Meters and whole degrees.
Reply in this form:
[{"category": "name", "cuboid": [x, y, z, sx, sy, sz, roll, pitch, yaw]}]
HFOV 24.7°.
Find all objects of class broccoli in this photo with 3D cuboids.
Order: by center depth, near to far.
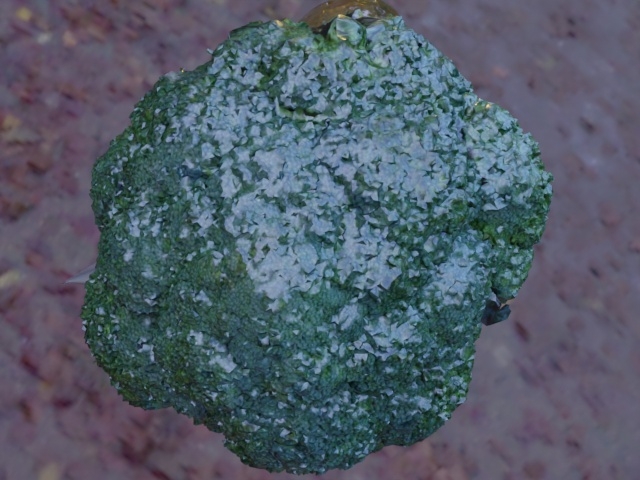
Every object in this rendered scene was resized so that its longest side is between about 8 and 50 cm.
[{"category": "broccoli", "cuboid": [0.000, 0.000, 0.828, 0.270, 0.270, 0.270, 36, 15, -4]}]

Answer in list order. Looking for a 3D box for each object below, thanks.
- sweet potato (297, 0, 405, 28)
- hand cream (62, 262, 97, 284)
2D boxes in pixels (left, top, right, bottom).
[{"category": "sweet potato", "cuboid": [-0.016, -0.133, 1.449, 0.130, 0.130, 0.422, 39, 46, 0]}, {"category": "hand cream", "cuboid": [-0.157, 0.021, 1.361, 0.087, 0.186, 0.054, -29, 107, -40]}]
